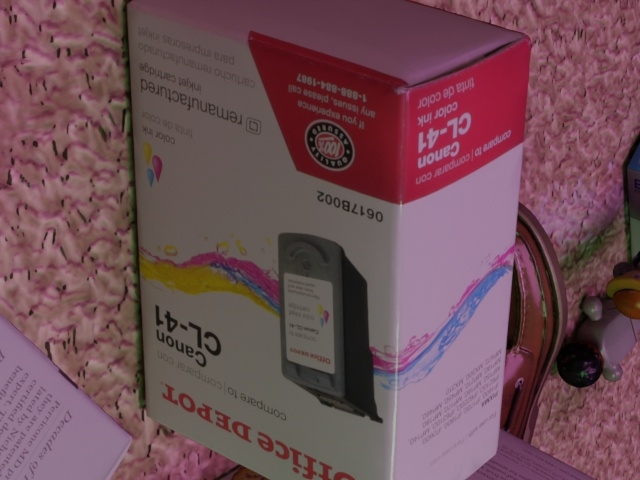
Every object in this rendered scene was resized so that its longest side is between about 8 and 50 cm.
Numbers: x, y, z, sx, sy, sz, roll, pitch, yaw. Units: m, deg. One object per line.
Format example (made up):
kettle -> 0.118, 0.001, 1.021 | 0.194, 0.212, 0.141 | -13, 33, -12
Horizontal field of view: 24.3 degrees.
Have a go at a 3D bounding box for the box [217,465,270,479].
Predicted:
box -> -0.037, 0.209, 1.147 | 0.324, 0.067, 0.063 | -24, 127, -45

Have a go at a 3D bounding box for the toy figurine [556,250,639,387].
toy figurine -> 0.357, 0.117, 1.501 | 0.148, 0.209, 0.213 | -40, 169, -38

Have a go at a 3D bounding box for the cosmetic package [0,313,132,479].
cosmetic package -> -0.226, 0.098, 0.750 | 0.151, 0.151, 0.183 | -57, 145, -17

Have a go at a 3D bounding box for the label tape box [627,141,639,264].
label tape box -> 0.447, -0.024, 1.521 | 0.115, 0.249, 0.347 | -46, 140, -30

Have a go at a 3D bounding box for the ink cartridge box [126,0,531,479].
ink cartridge box -> 0.000, 0.000, 0.942 | 0.131, 0.226, 0.306 | -27, 128, -44

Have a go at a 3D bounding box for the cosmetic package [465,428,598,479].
cosmetic package -> 0.086, 0.319, 1.147 | 0.365, 0.155, 0.197 | -49, 164, -56

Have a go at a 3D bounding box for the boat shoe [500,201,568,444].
boat shoe -> 0.140, 0.111, 1.295 | 0.104, 0.111, 0.307 | -34, 133, -41
